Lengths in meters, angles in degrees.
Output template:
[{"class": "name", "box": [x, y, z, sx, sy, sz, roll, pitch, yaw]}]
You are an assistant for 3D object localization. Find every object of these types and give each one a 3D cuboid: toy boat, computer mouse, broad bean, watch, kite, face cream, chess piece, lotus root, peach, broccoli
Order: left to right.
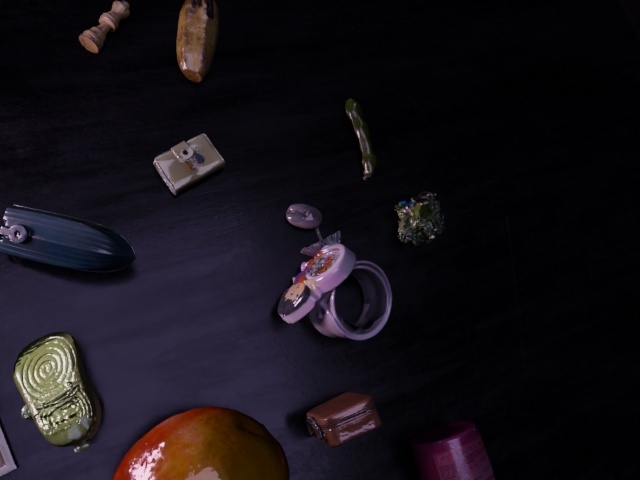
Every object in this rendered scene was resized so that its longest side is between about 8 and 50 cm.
[{"class": "toy boat", "box": [-0.557, 0.005, 1.178, 0.296, 0.122, 0.114, 13, 92, -4]}, {"class": "chess piece", "box": [-0.560, -0.571, 1.392, 0.060, 0.060, 0.172, 31, 64, -8]}, {"class": "lotus root", "box": [-0.337, -0.557, 1.442, 0.110, 0.097, 0.259, 8, 79, -9]}, {"class": "peach", "box": [-0.229, 0.509, 1.047, 0.372, 0.290, 0.373, 7, 71, -21]}, {"class": "computer mouse", "box": [-0.043, -0.067, 1.417, 0.096, 0.039, 0.066, 16, 70, -8]}, {"class": "kite", "box": [0.000, 0.000, 1.434, 0.137, 0.005, 0.153, -28, 83, -24]}, {"class": "watch", "box": [0.041, 0.154, 1.332, 0.231, 0.196, 0.244, 47, 64, -24]}, {"class": "broad bean", "box": [0.121, -0.301, 1.545, 0.052, 0.052, 0.256, -16, 80, 20]}, {"class": "broccoli", "box": [0.277, -0.072, 1.470, 0.167, 0.160, 0.154, -25, 56, -13]}, {"class": "face cream", "box": [0.327, 0.561, 1.283, 0.175, 0.175, 0.195, -13, 77, -22]}]

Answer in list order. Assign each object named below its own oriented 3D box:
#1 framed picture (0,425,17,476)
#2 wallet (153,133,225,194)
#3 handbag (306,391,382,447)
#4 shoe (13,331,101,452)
[{"class": "framed picture", "box": [-0.766, 0.383, 1.053, 0.216, 0.016, 0.273, -22, 82, -24]}, {"class": "wallet", "box": [-0.339, -0.199, 1.362, 0.155, 0.039, 0.110, -35, 90, -24]}, {"class": "handbag", "box": [0.047, 0.412, 1.225, 0.151, 0.193, 0.072, -21, 86, -16]}, {"class": "shoe", "box": [-0.545, 0.318, 1.090, 0.140, 0.128, 0.262, -20, 52, -32]}]
